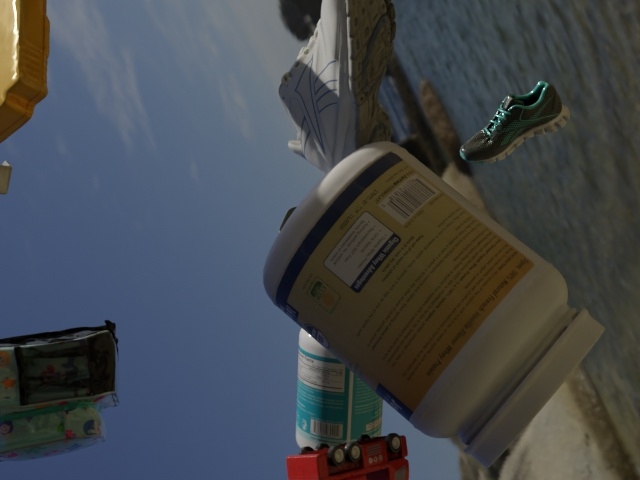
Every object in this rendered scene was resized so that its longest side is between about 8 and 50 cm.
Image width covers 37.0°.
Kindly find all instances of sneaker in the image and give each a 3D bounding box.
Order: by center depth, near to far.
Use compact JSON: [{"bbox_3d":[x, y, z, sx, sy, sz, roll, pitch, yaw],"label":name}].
[{"bbox_3d":[0.010,-0.182,1.087,0.111,0.129,0.297,-52,-25,-41],"label":"sneaker"},{"bbox_3d":[0.268,-0.171,1.360,0.076,0.166,0.065,60,-179,-37],"label":"sneaker"}]

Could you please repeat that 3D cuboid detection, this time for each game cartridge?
[{"bbox_3d":[-0.430,-0.223,1.162,0.053,0.285,0.323,26,-135,-46],"label":"game cartridge"}]

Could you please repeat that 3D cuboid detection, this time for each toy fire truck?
[{"bbox_3d":[0.019,0.261,0.912,0.192,0.047,0.135,2,-101,-48],"label":"toy fire truck"}]

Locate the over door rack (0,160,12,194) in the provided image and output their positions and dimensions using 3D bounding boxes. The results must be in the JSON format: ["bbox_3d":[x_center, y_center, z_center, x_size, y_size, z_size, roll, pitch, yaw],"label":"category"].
[{"bbox_3d":[-0.369,0.004,0.773,0.108,0.239,0.324,1,-162,-40],"label":"over door rack"}]

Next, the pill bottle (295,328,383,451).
[{"bbox_3d":[0.035,0.221,1.593,0.146,0.146,0.264,-89,2,-77],"label":"pill bottle"}]

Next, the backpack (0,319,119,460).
[{"bbox_3d":[-0.425,0.223,1.398,0.225,0.254,0.191,123,144,-71],"label":"backpack"}]

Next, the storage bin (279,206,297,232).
[{"bbox_3d":[0.000,0.000,1.767,0.091,0.135,0.098,86,-162,-45],"label":"storage bin"}]

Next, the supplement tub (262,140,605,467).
[{"bbox_3d":[0.119,0.067,1.034,0.316,0.228,0.228,40,179,14],"label":"supplement tub"}]
